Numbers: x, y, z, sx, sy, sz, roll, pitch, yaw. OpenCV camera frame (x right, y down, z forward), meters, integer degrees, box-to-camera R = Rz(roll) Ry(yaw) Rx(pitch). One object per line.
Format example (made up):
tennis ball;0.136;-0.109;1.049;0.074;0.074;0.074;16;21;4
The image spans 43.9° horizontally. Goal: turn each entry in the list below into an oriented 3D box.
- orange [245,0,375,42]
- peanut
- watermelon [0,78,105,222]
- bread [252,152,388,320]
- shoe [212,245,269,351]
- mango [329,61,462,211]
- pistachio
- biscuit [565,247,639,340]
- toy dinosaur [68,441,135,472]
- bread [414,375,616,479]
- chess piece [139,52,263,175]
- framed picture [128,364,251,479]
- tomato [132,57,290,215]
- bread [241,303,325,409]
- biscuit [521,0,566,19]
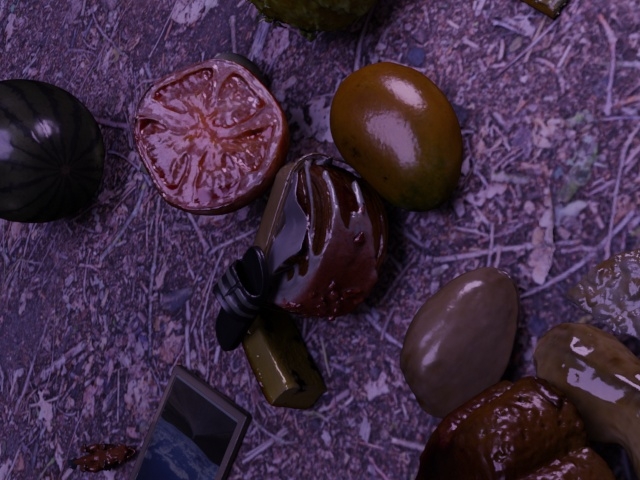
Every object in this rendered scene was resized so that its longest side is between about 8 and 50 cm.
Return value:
orange;0.011;-0.441;1.121;0.300;0.223;0.301;-41;57;40
peanut;0.301;0.167;0.770;0.098;0.103;0.229;-34;47;-16
watermelon;-0.573;-0.173;1.528;0.359;0.279;0.278;13;87;42
bread;0.000;0.000;1.068;0.212;0.143;0.224;28;100;56
shoe;-0.119;0.084;1.057;0.071;0.049;0.179;59;137;34
mango;0.103;-0.138;1.020;0.151;0.120;0.221;-53;57;16
pistachio;0.159;0.112;0.907;0.126;0.108;0.185;22;84;37
biscuit;0.388;0.075;0.757;0.290;0.038;0.141;38;103;40
toy dinosaur;-0.375;0.368;1.346;0.154;0.055;0.049;-18;69;29
bread;0.196;0.259;0.776;0.232;0.135;0.246;53;144;36
chess piece;-0.177;-0.188;1.286;0.133;0.133;0.243;33;95;42
framed picture;-0.212;0.346;1.234;0.189;0.023;0.259;26;95;40
tomato;-0.159;-0.146;1.176;0.237;0.095;0.236;-1;80;8
bread;-0.074;0.133;1.123;0.049;0.088;0.226;-47;53;24
biscuit;0.312;-0.398;0.975;0.231;0.016;0.139;-55;48;15
